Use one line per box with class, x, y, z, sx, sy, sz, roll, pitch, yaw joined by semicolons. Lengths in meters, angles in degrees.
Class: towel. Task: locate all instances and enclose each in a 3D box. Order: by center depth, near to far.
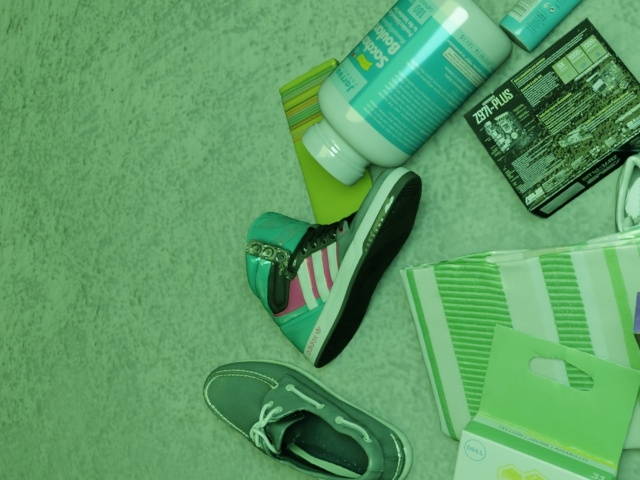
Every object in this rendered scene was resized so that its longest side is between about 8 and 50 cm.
towel;0.263;0.118;0.992;0.324;0.038;0.248;-9;101;30
towel;0.013;-0.123;1.217;0.102;0.021;0.237;-23;75;30

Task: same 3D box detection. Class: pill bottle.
pill bottle;0.097;-0.191;1.098;0.264;0.146;0.146;-46;66;14

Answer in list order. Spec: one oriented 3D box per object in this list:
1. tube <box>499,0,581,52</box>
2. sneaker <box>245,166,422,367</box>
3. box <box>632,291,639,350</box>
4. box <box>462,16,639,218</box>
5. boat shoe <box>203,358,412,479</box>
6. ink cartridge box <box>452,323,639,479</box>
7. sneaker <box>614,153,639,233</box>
tube;0.303;-0.320;1.062;0.207;0.052;0.080;-47;70;11
sneaker;0.000;0.000;1.132;0.178;0.124;0.296;38;119;21
box;0.428;0.155;0.817;0.201;0.293;0.057;-10;37;32
box;0.284;-0.137;1.033;0.180;0.077;0.147;-39;68;20
boat shoe;-0.038;0.235;1.159;0.319;0.099;0.116;19;94;29
ink cartridge box;0.242;0.230;0.983;0.171;0.056;0.235;18;117;27
sneaker;0.352;0.010;0.971;0.080;0.094;0.212;-11;80;26
